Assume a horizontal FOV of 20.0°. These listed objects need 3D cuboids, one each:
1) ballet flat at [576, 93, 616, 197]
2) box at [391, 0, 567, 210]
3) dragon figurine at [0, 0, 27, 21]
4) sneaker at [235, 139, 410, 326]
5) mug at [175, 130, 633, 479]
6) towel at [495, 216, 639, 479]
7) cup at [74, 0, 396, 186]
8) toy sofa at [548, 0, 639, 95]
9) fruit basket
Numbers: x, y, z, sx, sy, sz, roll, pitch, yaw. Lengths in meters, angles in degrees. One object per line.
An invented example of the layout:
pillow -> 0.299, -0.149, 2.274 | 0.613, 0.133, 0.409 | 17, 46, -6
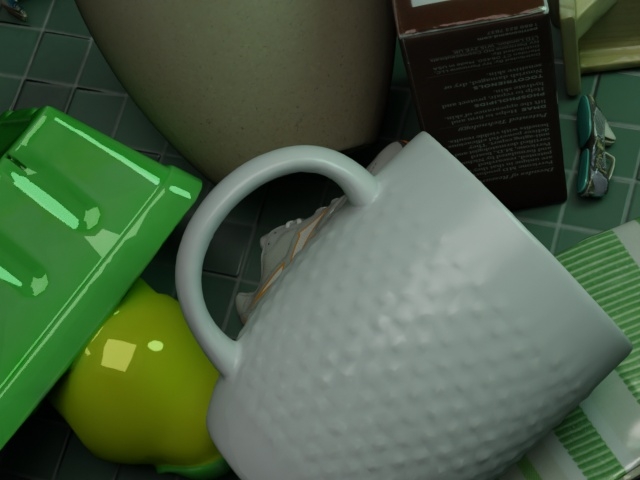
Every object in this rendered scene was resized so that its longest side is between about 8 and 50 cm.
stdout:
ballet flat -> 0.283, -0.094, 1.854 | 0.041, 0.041, 0.114 | 0, 66, 11
box -> 0.150, -0.186, 1.726 | 0.143, 0.381, 0.191 | -9, 65, 5
dragon figurine -> -0.355, -0.349, 2.060 | 0.289, 0.085, 0.144 | 28, 74, 20
sneaker -> 0.000, 0.000, 1.795 | 0.121, 0.099, 0.262 | 40, 101, 32
mug -> 0.037, 0.079, 1.620 | 0.328, 0.276, 0.374 | -44, 108, 2
towel -> 0.245, 0.137, 1.754 | 0.325, 0.038, 0.248 | -31, 63, -2
cup -> -0.057, -0.185, 1.829 | 0.331, 0.331, 0.237 | -18, 89, 3
toy sofa -> 0.412, -0.274, 1.845 | 0.362, 0.150, 0.177 | -6, 61, 8
fruit basket -> -0.239, 0.091, 1.786 | 0.392, 0.283, 0.392 | -1, 92, -24
